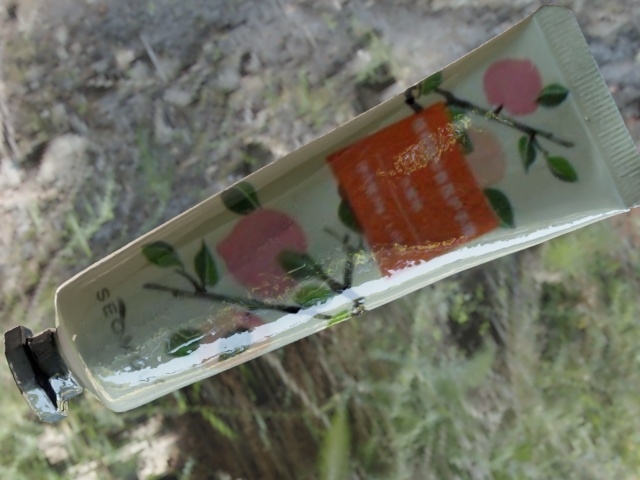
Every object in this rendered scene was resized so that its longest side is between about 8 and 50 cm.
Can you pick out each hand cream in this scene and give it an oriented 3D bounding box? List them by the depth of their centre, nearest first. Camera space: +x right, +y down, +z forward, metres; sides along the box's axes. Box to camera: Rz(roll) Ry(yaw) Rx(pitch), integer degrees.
[{"bbox_3d":[0.000,0.000,0.485,0.234,0.080,0.050,-26,-174,0],"label":"hand cream"}]
